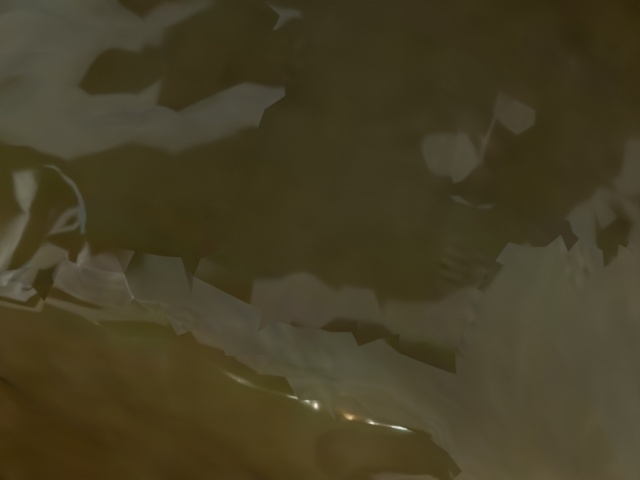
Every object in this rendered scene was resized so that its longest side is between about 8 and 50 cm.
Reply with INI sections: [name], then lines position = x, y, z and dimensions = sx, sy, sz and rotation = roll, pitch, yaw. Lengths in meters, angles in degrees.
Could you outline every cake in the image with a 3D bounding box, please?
[cake]
position = -0.006, -0.006, 0.508
dimensions = 0.332, 0.332, 0.321
rotation = 33, 51, -11
